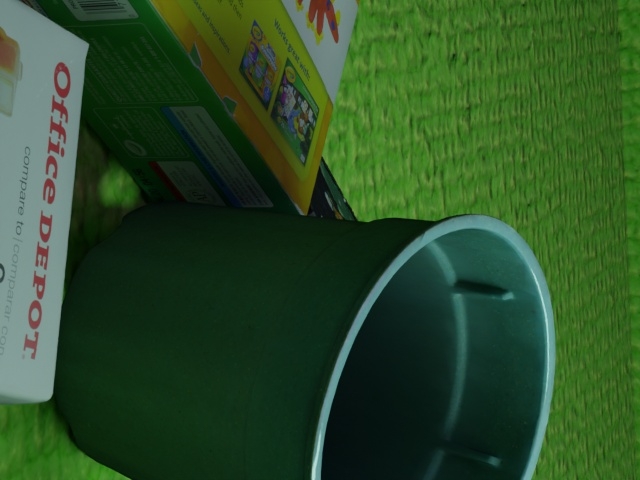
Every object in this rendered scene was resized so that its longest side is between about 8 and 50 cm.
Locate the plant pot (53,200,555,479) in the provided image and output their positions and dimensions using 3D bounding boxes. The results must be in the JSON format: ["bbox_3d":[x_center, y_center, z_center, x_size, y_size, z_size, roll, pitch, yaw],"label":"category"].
[{"bbox_3d":[-0.028,0.115,1.525,0.341,0.334,0.341,-21,117,-47],"label":"plant pot"}]

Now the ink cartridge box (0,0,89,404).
[{"bbox_3d":[-0.321,-0.056,1.143,0.384,0.160,0.279,28,64,-63],"label":"ink cartridge box"}]

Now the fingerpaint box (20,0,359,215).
[{"bbox_3d":[-0.122,-0.285,1.592,0.445,0.163,0.371,54,43,-53],"label":"fingerpaint box"}]

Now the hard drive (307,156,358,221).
[{"bbox_3d":[0.000,0.000,1.873,0.339,0.064,0.237,58,11,-49],"label":"hard drive"}]
